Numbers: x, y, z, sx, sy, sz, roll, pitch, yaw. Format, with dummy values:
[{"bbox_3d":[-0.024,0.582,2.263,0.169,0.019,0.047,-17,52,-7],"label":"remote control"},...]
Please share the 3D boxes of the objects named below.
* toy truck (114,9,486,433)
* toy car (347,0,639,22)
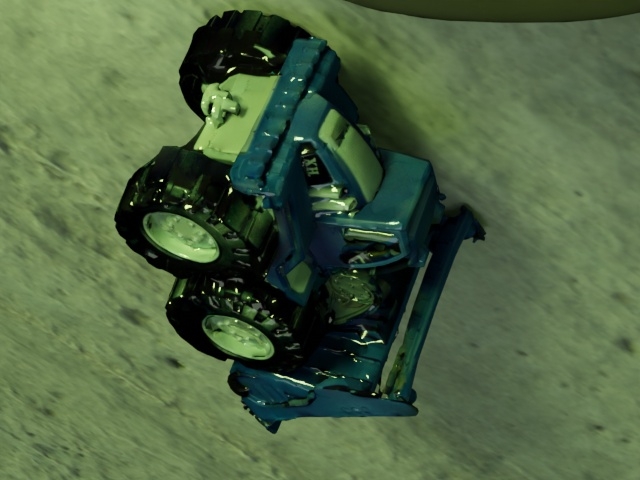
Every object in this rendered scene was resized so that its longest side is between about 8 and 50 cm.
[{"bbox_3d":[0.000,0.000,0.900,0.126,0.113,0.208,10,150,22],"label":"toy truck"},{"bbox_3d":[-0.045,-0.172,0.393,0.336,0.242,0.226,4,176,-34],"label":"toy car"}]
